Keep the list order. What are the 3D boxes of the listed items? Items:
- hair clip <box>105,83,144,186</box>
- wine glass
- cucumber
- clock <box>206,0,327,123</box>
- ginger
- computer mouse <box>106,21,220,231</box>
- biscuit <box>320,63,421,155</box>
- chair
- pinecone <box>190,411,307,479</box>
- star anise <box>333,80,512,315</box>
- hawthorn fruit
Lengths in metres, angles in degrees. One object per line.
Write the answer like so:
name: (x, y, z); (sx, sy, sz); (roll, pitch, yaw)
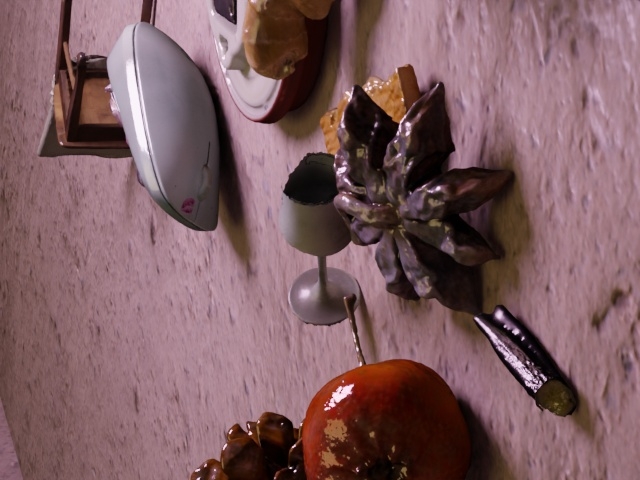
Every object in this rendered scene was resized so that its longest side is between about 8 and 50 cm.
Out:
hair clip: (-0.228, -0.145, 2.245); (0.146, 0.056, 0.187); (61, -173, -4)
wine glass: (0.000, 0.000, 1.693); (0.195, 0.079, 0.079); (86, 166, -52)
cucumber: (0.167, 0.097, 1.396); (0.034, 0.033, 0.135); (57, 179, -35)
clock: (-0.077, -0.286, 1.886); (0.318, 0.080, 0.319); (174, 90, -69)
ginger: (-0.019, -0.321, 1.679); (0.148, 0.081, 0.334); (9, 105, 43)
computer mouse: (-0.180, -0.151, 2.156); (0.159, 0.097, 0.288); (40, -155, -57)
biscuit: (0.058, -0.086, 1.637); (0.224, 0.033, 0.145); (151, 107, -70)
chair: (-0.309, -0.185, 2.440); (0.186, 0.160, 0.319); (-112, 28, -42)
pinecone: (-0.046, 0.288, 1.787); (0.201, 0.202, 0.229); (34, 148, 53)
star anise: (0.070, -0.027, 1.512); (0.230, 0.081, 0.262); (59, 149, -4)
hawthorn fruit: (0.045, 0.155, 1.604); (0.285, 0.165, 0.165); (-115, 25, -63)
